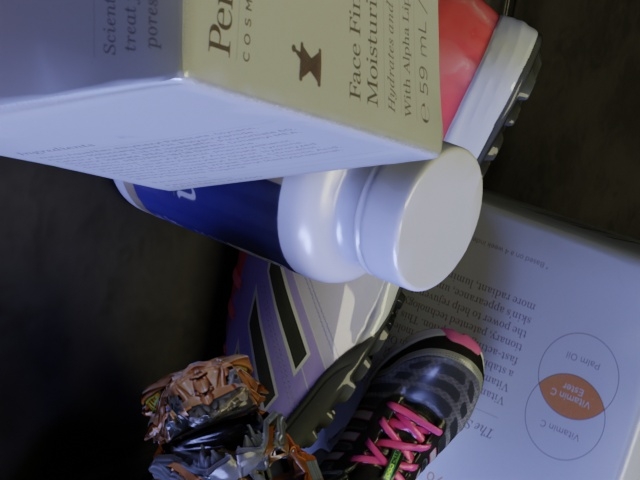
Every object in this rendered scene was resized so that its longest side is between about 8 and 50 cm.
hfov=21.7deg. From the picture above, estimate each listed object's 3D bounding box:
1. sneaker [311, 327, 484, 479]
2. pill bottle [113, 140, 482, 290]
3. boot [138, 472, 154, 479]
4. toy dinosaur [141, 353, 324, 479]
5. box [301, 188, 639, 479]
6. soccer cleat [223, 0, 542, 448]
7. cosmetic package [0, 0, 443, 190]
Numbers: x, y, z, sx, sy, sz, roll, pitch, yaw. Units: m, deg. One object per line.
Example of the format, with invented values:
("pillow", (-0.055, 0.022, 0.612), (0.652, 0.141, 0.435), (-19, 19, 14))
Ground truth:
("sneaker", (0.035, 0.124, 0.929), (0.170, 0.063, 0.075), (-51, -165, 24))
("pill bottle", (-0.012, -0.035, 0.798), (0.094, 0.169, 0.094), (-32, 132, -43))
("boot", (-0.116, 0.161, 0.875), (0.099, 0.045, 0.121), (-44, 142, -34))
("toy dinosaur", (-0.019, 0.185, 0.848), (0.164, 0.218, 0.322), (-32, 145, 6))
("box", (0.108, 0.153, 1.035), (0.168, 0.215, 0.345), (8, 101, -57))
("soccer cleat", (0.000, 0.000, 0.921), (0.318, 0.116, 0.108), (-60, 179, 17))
("cosmetic package", (-0.059, -0.110, 0.671), (0.184, 0.151, 0.151), (10, 78, -57))
